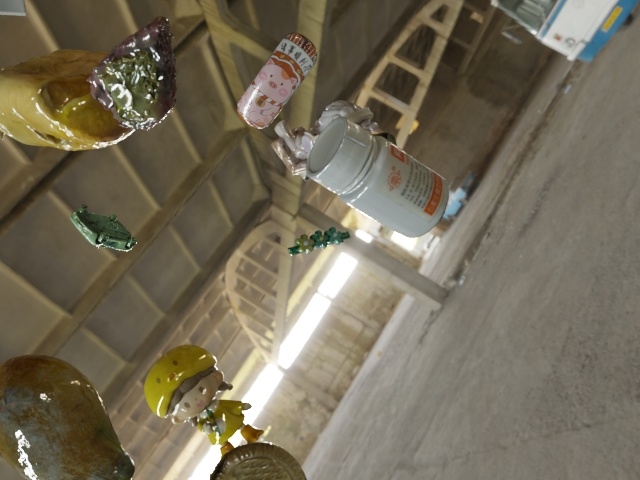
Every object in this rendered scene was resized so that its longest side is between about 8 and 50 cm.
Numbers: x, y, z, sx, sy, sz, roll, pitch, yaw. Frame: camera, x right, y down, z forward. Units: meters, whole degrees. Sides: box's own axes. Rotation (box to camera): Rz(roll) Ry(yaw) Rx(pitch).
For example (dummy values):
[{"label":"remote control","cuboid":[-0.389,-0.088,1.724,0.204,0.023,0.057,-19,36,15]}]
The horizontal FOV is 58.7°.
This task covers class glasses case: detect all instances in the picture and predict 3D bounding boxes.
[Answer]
[{"label":"glasses case","cuboid":[-0.112,-0.404,1.452,0.266,0.103,0.067,-49,18,26]}]

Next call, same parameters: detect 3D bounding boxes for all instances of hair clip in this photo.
[{"label":"hair clip","cuboid":[0.000,-0.001,1.280,0.173,0.049,0.049,-15,-38,-41]}]

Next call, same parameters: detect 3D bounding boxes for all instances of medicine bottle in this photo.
[{"label":"medicine bottle","cuboid":[0.106,-0.113,1.059,0.144,0.252,0.144,-43,33,38]}]

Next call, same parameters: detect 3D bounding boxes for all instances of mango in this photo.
[{"label":"mango","cuboid":[-0.472,0.341,1.032,0.193,0.316,0.146,-47,-2,3]}]

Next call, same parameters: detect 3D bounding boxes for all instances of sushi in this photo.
[{"label":"sushi","cuboid":[-0.347,-0.319,1.134,0.241,0.161,0.107,-25,33,28]}]

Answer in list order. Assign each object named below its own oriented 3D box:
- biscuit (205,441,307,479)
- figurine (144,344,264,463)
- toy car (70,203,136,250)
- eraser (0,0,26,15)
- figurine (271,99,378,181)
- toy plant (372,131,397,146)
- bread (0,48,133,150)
[{"label":"biscuit","cuboid":[-0.143,0.597,1.312,0.259,0.259,0.079,-56,-1,-17]},{"label":"figurine","cuboid":[-0.330,0.453,1.573,0.215,0.343,0.187,-39,1,-18]},{"label":"toy car","cuboid":[-0.465,-0.019,1.209,0.058,0.093,0.186,-44,-13,5]},{"label":"eraser","cuboid":[-0.859,-0.713,1.510,0.068,0.125,0.210,24,118,59]},{"label":"figurine","cuboid":[0.015,-0.220,1.177,0.162,0.141,0.237,-33,10,-41]},{"label":"toy plant","cuboid":[0.142,-0.265,1.691,0.093,0.162,0.092,12,-105,-53]},{"label":"bread","cuboid":[-0.699,-0.378,1.615,0.361,0.394,0.250,-45,-42,-43]}]
